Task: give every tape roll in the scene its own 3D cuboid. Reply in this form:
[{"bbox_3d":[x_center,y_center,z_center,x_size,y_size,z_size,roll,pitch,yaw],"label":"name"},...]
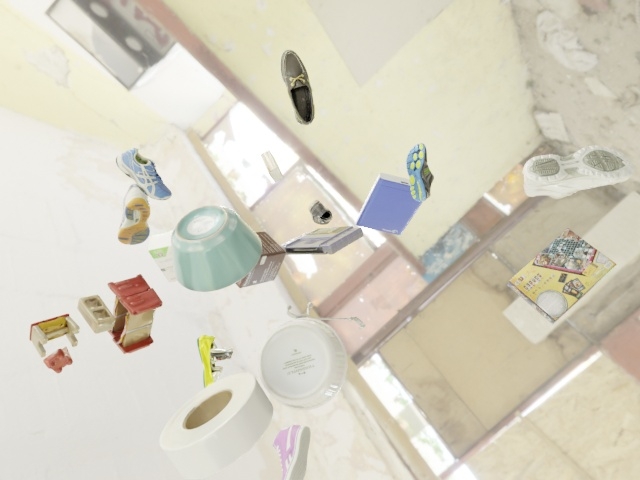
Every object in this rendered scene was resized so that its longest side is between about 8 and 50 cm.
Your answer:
[{"bbox_3d":[-0.268,0.474,1.251,0.100,0.286,0.286,60,-176,-12],"label":"tape roll"}]

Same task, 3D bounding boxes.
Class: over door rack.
[{"bbox_3d":[-0.032,0.358,1.787,0.324,0.239,0.108,14,-154,-30],"label":"over door rack"}]

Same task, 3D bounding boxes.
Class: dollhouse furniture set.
[{"bbox_3d":[-0.692,0.261,1.467,0.152,0.201,0.374,41,-147,27],"label":"dollhouse furniture set"}]

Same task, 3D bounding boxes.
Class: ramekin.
[{"bbox_3d":[-0.060,0.357,1.408,0.273,0.273,0.127,49,178,20],"label":"ramekin"}]

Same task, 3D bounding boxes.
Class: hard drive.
[{"bbox_3d":[0.293,-0.143,1.989,0.210,0.319,0.040,12,-125,-8],"label":"hard drive"}]

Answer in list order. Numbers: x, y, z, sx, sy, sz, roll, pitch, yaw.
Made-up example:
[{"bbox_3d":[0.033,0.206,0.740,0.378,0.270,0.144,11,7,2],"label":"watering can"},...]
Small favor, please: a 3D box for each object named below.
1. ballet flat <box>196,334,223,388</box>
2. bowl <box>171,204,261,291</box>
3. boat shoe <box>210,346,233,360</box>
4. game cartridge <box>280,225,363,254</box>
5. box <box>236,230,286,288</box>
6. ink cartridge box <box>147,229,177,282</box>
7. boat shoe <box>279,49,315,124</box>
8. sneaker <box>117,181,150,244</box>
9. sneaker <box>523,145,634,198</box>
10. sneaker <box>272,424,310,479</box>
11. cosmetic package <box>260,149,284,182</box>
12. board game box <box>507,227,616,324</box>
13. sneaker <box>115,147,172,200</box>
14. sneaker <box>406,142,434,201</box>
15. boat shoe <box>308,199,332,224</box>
[{"bbox_3d":[-0.405,0.462,1.788,0.077,0.077,0.231,-82,-15,-84],"label":"ballet flat"},{"bbox_3d":[-0.363,0.000,1.583,0.311,0.311,0.163,54,164,45],"label":"bowl"},{"bbox_3d":[-0.321,0.370,1.557,0.049,0.042,0.133,9,171,14],"label":"boat shoe"},{"bbox_3d":[0.000,0.000,2.202,0.355,0.230,0.068,-3,114,47],"label":"game cartridge"},{"bbox_3d":[-0.293,0.079,2.082,0.203,0.168,0.167,-10,-136,-48],"label":"box"},{"bbox_3d":[-0.733,0.078,2.465,0.273,0.198,0.115,78,180,-49],"label":"ink cartridge box"},{"bbox_3d":[-0.064,-0.465,1.458,0.069,0.081,0.228,-131,23,-69],"label":"boat shoe"},{"bbox_3d":[-0.695,-0.098,1.808,0.111,0.296,0.131,5,-126,-30],"label":"sneaker"},{"bbox_3d":[0.579,-0.146,1.098,0.115,0.232,0.090,67,-156,-60],"label":"sneaker"},{"bbox_3d":[-0.143,0.936,2.057,0.102,0.161,0.282,48,-134,-42],"label":"sneaker"},{"bbox_3d":[-0.179,-0.275,1.769,0.060,0.041,0.115,56,-174,-49],"label":"cosmetic package"},{"bbox_3d":[0.690,0.099,1.379,0.165,0.243,0.042,47,173,28],"label":"board game box"},{"bbox_3d":[-0.571,-0.215,1.587,0.211,0.081,0.080,45,-156,-31],"label":"sneaker"},{"bbox_3d":[0.329,-0.223,1.574,0.078,0.067,0.188,-15,-78,-46],"label":"sneaker"},{"bbox_3d":[0.010,-0.090,1.810,0.065,0.075,0.206,42,178,20],"label":"boat shoe"}]
